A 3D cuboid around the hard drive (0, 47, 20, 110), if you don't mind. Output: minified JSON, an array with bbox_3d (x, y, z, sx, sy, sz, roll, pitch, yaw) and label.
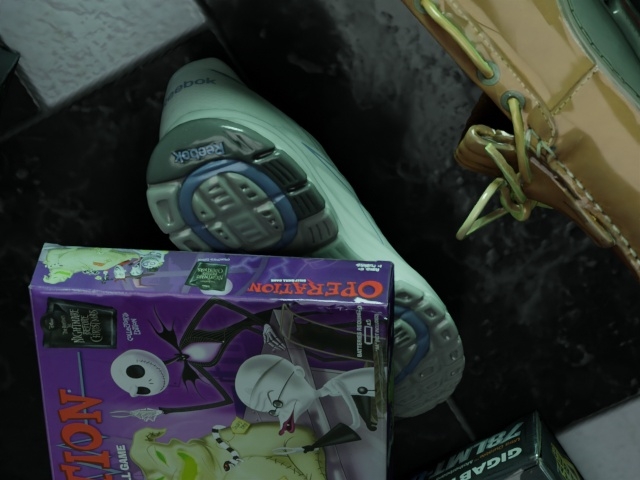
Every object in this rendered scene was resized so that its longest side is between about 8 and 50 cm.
[{"bbox_3d":[-0.284,0.060,1.177,0.064,0.237,0.339,22,116,-6],"label":"hard drive"}]

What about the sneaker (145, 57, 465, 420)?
[{"bbox_3d":[0.000,0.000,1.197,0.111,0.129,0.297,-25,128,14],"label":"sneaker"}]

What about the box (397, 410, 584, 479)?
[{"bbox_3d":[0.100,0.304,1.352,0.293,0.073,0.295,-28,110,18],"label":"box"}]

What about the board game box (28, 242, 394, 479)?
[{"bbox_3d":[-0.059,0.155,1.196,0.208,0.056,0.347,5,128,8],"label":"board game box"}]

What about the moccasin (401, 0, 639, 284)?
[{"bbox_3d":[0.128,-0.079,1.127,0.147,0.139,0.380,-31,109,19],"label":"moccasin"}]
